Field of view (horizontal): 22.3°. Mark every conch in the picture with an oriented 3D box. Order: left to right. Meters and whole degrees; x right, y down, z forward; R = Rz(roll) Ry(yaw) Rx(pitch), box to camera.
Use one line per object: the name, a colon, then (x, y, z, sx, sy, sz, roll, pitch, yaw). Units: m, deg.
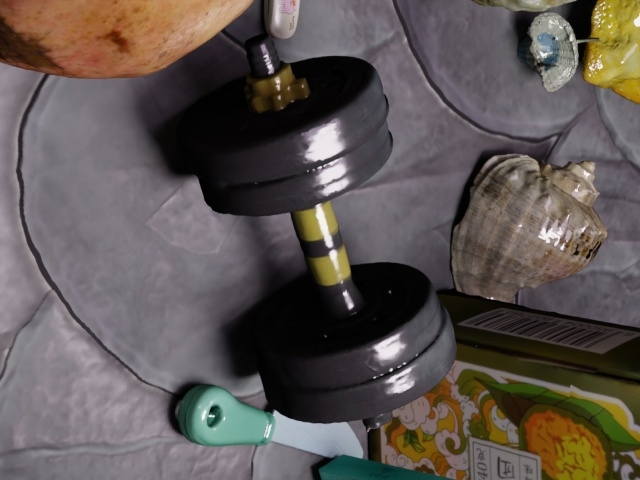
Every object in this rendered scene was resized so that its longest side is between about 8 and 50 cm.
conch: (0.211, -0.012, 1.700, 0.155, 0.130, 0.207, 42, 91, -5)

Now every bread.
bread: (0.368, -0.229, 1.782, 0.233, 0.088, 0.160, 6, 104, -61)

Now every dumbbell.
dumbbell: (0.000, 0.000, 1.426, 0.185, 0.185, 0.388, -35, 120, -34)

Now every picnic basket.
picnic basket: (0.241, -0.194, 1.685, 0.065, 0.083, 0.083, -29, 114, -30)

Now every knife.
knife: (-0.037, 0.172, 1.532, 0.260, 0.035, 0.063, 17, 82, -50)

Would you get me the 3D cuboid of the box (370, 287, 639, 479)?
box: (0.222, 0.279, 1.555, 0.138, 0.373, 0.420, -13, 107, -42)

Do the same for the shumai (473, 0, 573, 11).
shumai: (0.208, -0.343, 1.532, 0.225, 0.260, 0.222, -28, 115, 0)

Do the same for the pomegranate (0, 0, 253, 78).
pomegranate: (-0.164, -0.271, 1.150, 0.322, 0.322, 0.322, -10, 105, -42)

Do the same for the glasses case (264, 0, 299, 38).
glasses case: (-0.034, -0.223, 1.458, 0.032, 0.021, 0.083, -5, 101, -45)

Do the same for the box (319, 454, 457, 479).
box: (0.088, 0.323, 1.553, 0.042, 0.161, 0.226, -27, 111, -38)
